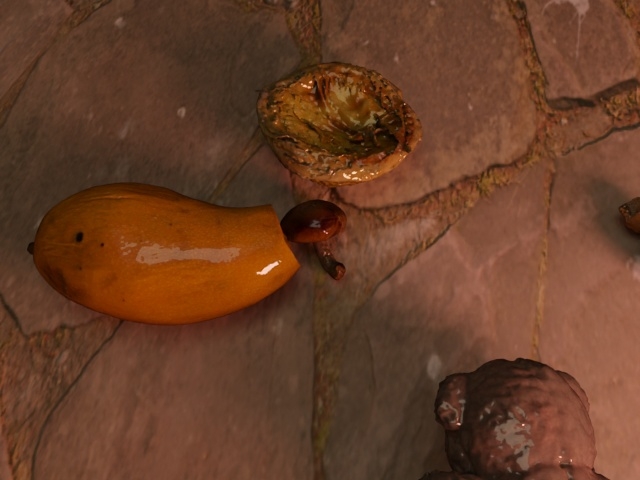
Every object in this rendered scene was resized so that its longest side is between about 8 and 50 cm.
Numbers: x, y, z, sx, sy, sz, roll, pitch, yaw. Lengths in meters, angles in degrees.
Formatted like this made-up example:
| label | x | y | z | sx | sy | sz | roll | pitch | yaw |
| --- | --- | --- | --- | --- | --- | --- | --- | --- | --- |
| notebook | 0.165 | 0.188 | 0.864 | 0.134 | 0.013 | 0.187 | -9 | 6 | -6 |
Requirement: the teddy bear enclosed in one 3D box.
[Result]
| label | x | y | z | sx | sy | sz | roll | pitch | yaw |
| --- | --- | --- | --- | --- | --- | --- | --- | --- | --- |
| teddy bear | 0.203 | 0.249 | 0.683 | 0.236 | 0.151 | 0.267 | 5 | 49 | -23 |

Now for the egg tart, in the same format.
| label | x | y | z | sx | sy | sz | roll | pitch | yaw |
| --- | --- | --- | --- | --- | --- | --- | --- | --- | --- |
| egg tart | 0.020 | -0.159 | 1.013 | 0.252 | 0.098 | 0.231 | 27 | 59 | 19 |

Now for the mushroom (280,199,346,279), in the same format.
| label | x | y | z | sx | sy | sz | roll | pitch | yaw |
| --- | --- | --- | --- | --- | --- | --- | --- | --- | --- |
| mushroom | 0.002 | -0.009 | 0.931 | 0.088 | 0.072 | 0.129 | -15 | 54 | -33 |

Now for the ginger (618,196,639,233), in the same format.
| label | x | y | z | sx | sy | sz | roll | pitch | yaw |
| --- | --- | --- | --- | --- | --- | --- | --- | --- | --- |
| ginger | 0.430 | 0.011 | 0.859 | 0.096 | 0.067 | 0.165 | -35 | 47 | -13 |

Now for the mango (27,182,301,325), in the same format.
| label | x | y | z | sx | sy | sz | roll | pitch | yaw |
| --- | --- | --- | --- | --- | --- | --- | --- | --- | --- |
| mango | -0.205 | 0.018 | 0.905 | 0.360 | 0.144 | 0.186 | 9 | 63 | 11 |
